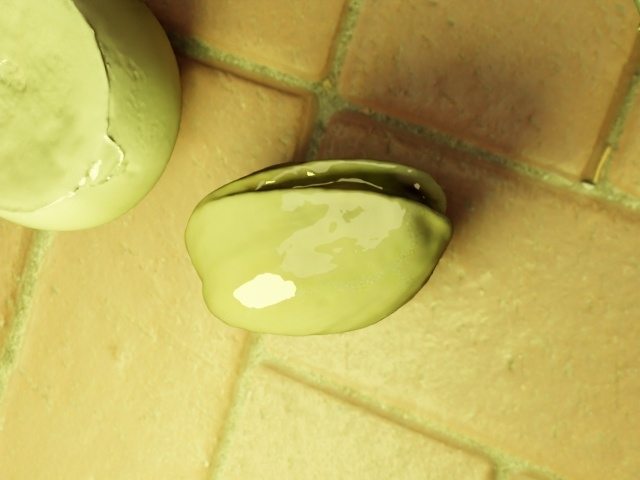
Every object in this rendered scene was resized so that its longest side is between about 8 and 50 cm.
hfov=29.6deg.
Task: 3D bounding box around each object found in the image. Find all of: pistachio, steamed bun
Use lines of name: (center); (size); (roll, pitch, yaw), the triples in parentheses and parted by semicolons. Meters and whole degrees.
pistachio: (0.000, 0.000, 1.352); (0.331, 0.208, 0.226); (-8, 136, 29)
steamed bun: (-0.314, -0.172, 1.455); (0.324, 0.206, 0.324); (2, 95, 23)

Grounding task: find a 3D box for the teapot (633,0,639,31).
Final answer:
teapot: (0.306, -0.404, 1.205); (0.300, 0.253, 0.344); (-40, 87, -13)
